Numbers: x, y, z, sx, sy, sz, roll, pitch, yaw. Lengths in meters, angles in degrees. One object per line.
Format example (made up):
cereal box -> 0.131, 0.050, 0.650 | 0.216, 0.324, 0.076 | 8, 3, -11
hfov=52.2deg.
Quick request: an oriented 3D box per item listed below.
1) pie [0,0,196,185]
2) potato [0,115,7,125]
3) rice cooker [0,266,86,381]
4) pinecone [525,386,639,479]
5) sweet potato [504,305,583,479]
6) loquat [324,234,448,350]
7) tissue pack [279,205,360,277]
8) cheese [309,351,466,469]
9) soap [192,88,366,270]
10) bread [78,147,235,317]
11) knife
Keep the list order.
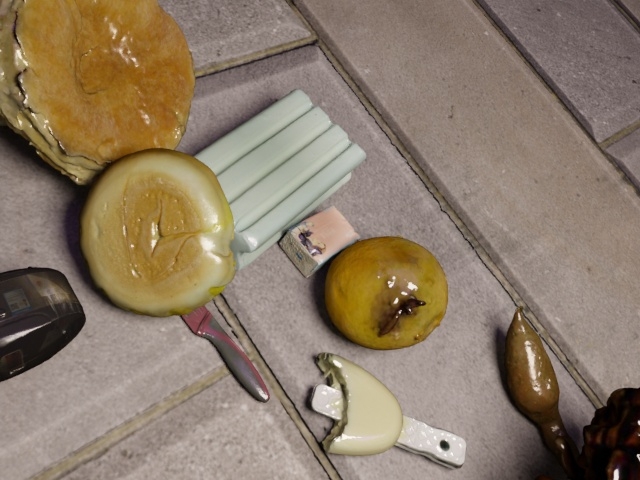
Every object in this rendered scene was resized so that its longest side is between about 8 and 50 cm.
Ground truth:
pie -> -0.291, -0.236, 0.862 | 0.339, 0.083, 0.339 | 20, 66, -56
potato -> -0.450, -0.212, 0.857 | 0.194, 0.157, 0.157 | -18, 70, -9
rice cooker -> -0.353, 0.094, 0.734 | 0.165, 0.112, 0.106 | -14, 63, -31
pinecone -> 0.406, 0.362, 0.754 | 0.398, 0.397, 0.397 | 10, 59, -18
sweet potato -> 0.322, 0.232, 0.970 | 0.075, 0.075, 0.269 | -15, 82, -29
loquat -> 0.090, 0.066, 0.920 | 0.172, 0.149, 0.204 | -10, 31, -5
tissue pack -> 0.000, 0.000, 0.967 | 0.094, 0.058, 0.074 | -33, 77, -34
cheese -> 0.091, 0.244, 0.875 | 0.235, 0.049, 0.127 | 23, 54, -11
soap -> -0.076, -0.097, 0.972 | 0.160, 0.087, 0.265 | 44, 55, 5
bread -> -0.204, -0.008, 0.829 | 0.214, 0.105, 0.213 | 0, 94, -1
knife -> -0.150, 0.118, 0.866 | 0.035, 0.018, 0.247 | -36, 77, -28
